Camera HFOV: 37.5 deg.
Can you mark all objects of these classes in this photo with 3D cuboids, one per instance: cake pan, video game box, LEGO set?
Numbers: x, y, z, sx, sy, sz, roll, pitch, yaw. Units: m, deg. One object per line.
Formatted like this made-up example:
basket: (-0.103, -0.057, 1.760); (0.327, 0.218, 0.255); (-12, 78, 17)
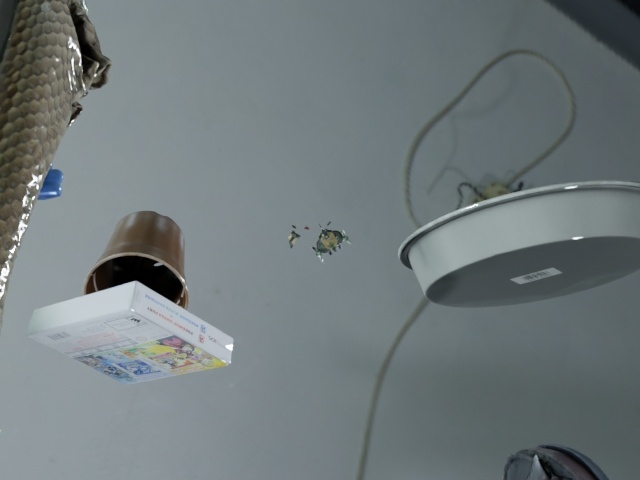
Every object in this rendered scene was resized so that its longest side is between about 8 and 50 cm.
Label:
cake pan: (0.232, 0.014, 1.025); (0.293, 0.293, 0.054); (1, 70, -27)
video game box: (-0.252, 0.129, 1.257); (0.187, 0.205, 0.048); (40, 47, -40)
LEGO set: (0.000, -0.003, 1.213); (0.083, 0.023, 0.054); (26, 96, -9)

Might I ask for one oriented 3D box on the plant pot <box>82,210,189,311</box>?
plant pot: (-0.293, 0.044, 1.547); (0.167, 0.167, 0.165); (27, 28, -19)

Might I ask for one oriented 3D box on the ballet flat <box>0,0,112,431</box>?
ballet flat: (-0.127, 0.003, 0.373); (0.058, 0.084, 0.250); (19, 61, -29)

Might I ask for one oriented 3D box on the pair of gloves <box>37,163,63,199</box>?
pair of gloves: (-0.307, -0.087, 0.806); (0.159, 0.198, 0.023); (12, 114, -29)

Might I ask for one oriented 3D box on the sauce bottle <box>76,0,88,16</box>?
sauce bottle: (-0.365, -0.303, 1.086); (0.111, 0.344, 0.111); (-15, 126, -23)

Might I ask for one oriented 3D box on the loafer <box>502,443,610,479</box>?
loafer: (0.220, 0.268, 0.842); (0.095, 0.302, 0.109); (4, 104, -14)
